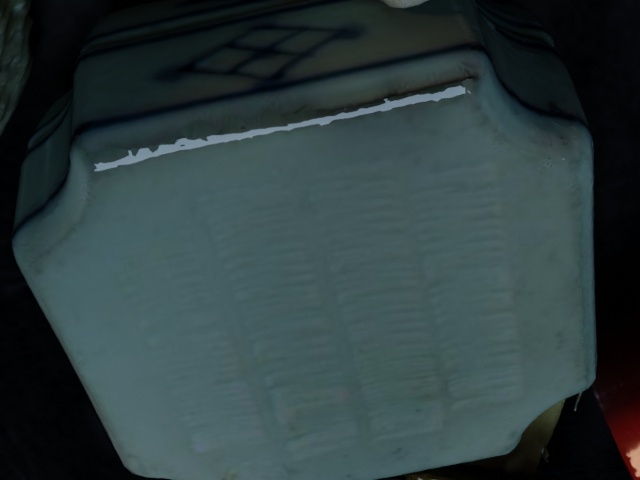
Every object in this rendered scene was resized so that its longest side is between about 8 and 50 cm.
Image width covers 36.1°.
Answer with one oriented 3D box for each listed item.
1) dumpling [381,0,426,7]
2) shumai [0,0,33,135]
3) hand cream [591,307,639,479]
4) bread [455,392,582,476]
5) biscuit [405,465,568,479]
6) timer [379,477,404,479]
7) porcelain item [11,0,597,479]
[{"bbox_3d":[0.037,-0.161,0.423,0.169,0.134,0.100,-27,162,0],"label":"dumpling"},{"bbox_3d":[-0.304,-0.125,0.421,0.263,0.304,0.309,44,109,5],"label":"shumai"},{"bbox_3d":[0.288,0.126,0.638,0.149,0.230,0.230,-32,126,16],"label":"hand cream"},{"bbox_3d":[0.148,0.105,0.698,0.084,0.080,0.109,19,129,-23],"label":"bread"},{"bbox_3d":[0.131,0.178,0.726,0.144,0.016,0.203,10,174,8],"label":"biscuit"},{"bbox_3d":[-0.016,0.296,0.840,0.253,0.078,0.178,-20,130,4],"label":"timer"},{"bbox_3d":[0.000,0.000,0.544,0.281,0.157,0.286,-13,129,3],"label":"porcelain item"}]
